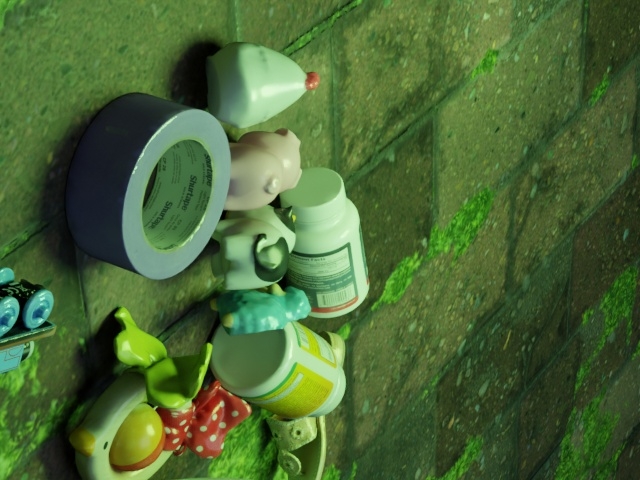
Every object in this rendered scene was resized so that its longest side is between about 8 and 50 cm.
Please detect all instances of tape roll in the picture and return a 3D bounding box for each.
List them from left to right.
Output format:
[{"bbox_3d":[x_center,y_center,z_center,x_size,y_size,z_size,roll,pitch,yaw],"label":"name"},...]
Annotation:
[{"bbox_3d":[-0.182,-0.059,1.790,0.189,0.080,0.189,-36,135,-47],"label":"tape roll"}]

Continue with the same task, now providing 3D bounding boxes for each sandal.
[{"bbox_3d":[-0.036,0.235,2.251,0.079,0.088,0.240,15,86,-30],"label":"sandal"}]

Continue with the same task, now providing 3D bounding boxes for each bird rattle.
[{"bbox_3d":[-0.201,0.199,1.915,0.207,0.143,0.253,-46,157,-20],"label":"bird rattle"}]

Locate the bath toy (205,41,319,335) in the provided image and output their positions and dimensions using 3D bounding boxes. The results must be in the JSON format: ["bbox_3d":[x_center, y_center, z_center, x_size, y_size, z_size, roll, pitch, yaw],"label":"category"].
[{"bbox_3d":[-0.066,-0.065,1.935,0.129,0.151,0.348,-7,116,-15],"label":"bath toy"}]

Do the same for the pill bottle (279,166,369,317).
[{"bbox_3d":[0.000,0.000,2.115,0.108,0.108,0.180,-48,144,-36],"label":"pill bottle"}]

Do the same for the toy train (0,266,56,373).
[{"bbox_3d":[-0.334,0.091,1.620,0.184,0.080,0.105,-16,129,-59],"label":"toy train"}]

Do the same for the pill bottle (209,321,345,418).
[{"bbox_3d":[-0.047,0.161,2.117,0.208,0.117,0.117,36,75,-61],"label":"pill bottle"}]

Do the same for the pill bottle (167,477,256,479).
[{"bbox_3d":[-0.138,0.488,1.948,0.224,0.224,0.392,-3,93,-60],"label":"pill bottle"}]
